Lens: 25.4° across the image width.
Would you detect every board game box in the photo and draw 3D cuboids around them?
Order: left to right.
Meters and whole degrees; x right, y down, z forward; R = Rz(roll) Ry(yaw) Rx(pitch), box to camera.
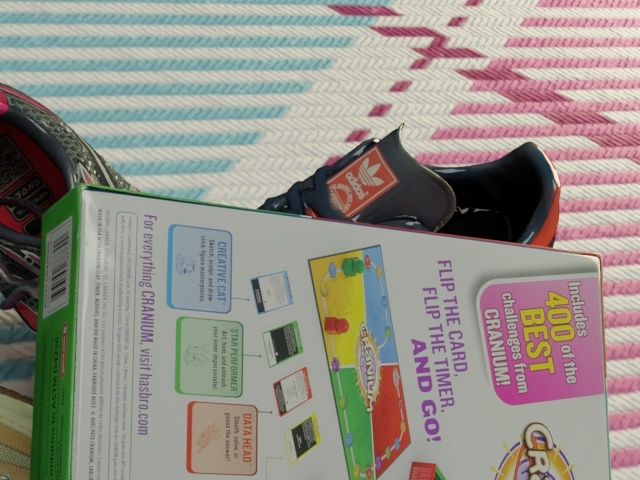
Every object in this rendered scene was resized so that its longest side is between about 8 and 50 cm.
[{"bbox_3d":[0.010,0.112,0.745,0.316,0.064,0.242,8,74,-26],"label":"board game box"}]

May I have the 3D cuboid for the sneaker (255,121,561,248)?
[{"bbox_3d":[0.000,0.000,0.912,0.350,0.148,0.131,-11,51,-25],"label":"sneaker"}]

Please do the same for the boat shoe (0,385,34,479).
[{"bbox_3d":[-0.125,0.152,0.787,0.190,0.068,0.072,22,58,13],"label":"boat shoe"}]

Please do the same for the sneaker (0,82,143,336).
[{"bbox_3d":[-0.121,0.033,0.791,0.299,0.112,0.121,43,83,2],"label":"sneaker"}]
